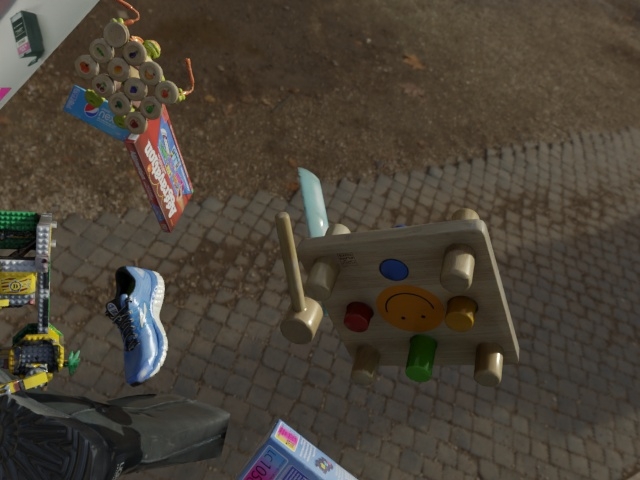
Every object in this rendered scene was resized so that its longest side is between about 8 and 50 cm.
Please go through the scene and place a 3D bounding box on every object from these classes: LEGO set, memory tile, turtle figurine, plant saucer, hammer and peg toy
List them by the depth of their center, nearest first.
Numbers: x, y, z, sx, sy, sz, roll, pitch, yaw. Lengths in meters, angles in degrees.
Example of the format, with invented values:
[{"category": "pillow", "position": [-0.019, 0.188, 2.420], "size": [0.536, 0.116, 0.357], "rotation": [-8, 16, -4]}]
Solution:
[{"category": "LEGO set", "position": [-0.417, 0.069, 0.620], "size": [0.331, 0.255, 0.192], "rotation": [12, 2, -24]}, {"category": "hammer and peg toy", "position": [0.072, 0.087, 0.829], "size": [0.361, 0.266, 0.127], "rotation": [-6, 39, 26]}, {"category": "memory tile", "position": [-0.298, -0.247, 0.909], "size": [0.148, 0.113, 0.012], "rotation": [50, 19, -12]}, {"category": "plant saucer", "position": [0.000, 0.000, 1.232], "size": [0.043, 0.318, 0.318], "rotation": [-11, 49, 0]}, {"category": "turtle figurine", "position": [-0.400, -0.358, 1.233], "size": [0.087, 0.269, 0.217], "rotation": [5, 58, 38]}]

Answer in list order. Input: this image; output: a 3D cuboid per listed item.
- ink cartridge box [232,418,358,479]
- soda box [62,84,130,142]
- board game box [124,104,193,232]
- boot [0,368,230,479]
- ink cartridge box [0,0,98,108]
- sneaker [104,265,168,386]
[{"category": "ink cartridge box", "position": [-0.027, 0.651, 1.363], "size": [0.395, 0.270, 0.151], "rotation": [37, 4, 2]}, {"category": "soda box", "position": [-0.485, -0.282, 1.378], "size": [0.210, 0.067, 0.071], "rotation": [29, 5, 8]}, {"category": "board game box", "position": [-0.358, -0.162, 1.340], "size": [0.027, 0.281, 0.145], "rotation": [10, 52, 13]}, {"category": "boot", "position": [-0.401, 0.304, 1.042], "size": [0.367, 0.146, 0.445], "rotation": [24, -1, 18]}, {"category": "ink cartridge box", "position": [-0.406, -0.218, 0.653], "size": [0.060, 0.275, 0.239], "rotation": [53, 23, -5]}, {"category": "sneaker", "position": [-0.483, 0.211, 1.495], "size": [0.147, 0.129, 0.330], "rotation": [33, 35, -49]}]
